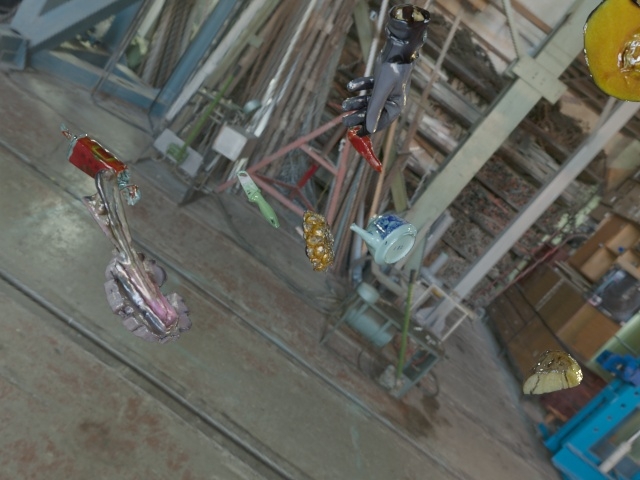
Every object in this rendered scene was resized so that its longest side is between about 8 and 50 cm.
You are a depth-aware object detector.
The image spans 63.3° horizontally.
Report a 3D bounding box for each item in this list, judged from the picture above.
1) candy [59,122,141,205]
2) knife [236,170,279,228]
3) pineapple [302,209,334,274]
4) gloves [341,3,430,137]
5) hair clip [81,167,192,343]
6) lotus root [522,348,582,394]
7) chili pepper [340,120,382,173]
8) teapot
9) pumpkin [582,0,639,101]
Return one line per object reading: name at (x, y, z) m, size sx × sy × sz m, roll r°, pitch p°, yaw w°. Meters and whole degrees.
candy at (-0.573, -0.199, 1.337) m, size 0.292 × 0.086 × 0.059 m, roll 37°, pitch 29°, yaw 7°
knife at (-0.128, -0.084, 1.035) m, size 0.207 × 0.030 × 0.014 m, roll 54°, pitch -4°, yaw 42°
pineapple at (0.000, 0.000, 1.631) m, size 0.225 × 0.076 × 0.224 m, roll -11°, pitch 90°, yaw -78°
gloves at (0.129, -0.316, 1.022) m, size 0.119 × 0.285 × 0.142 m, roll 24°, pitch 46°, yaw -10°
hair clip at (-0.309, 0.033, 0.848) m, size 0.173 × 0.069 × 0.300 m, roll -55°, pitch 125°, yaw -73°
lotus root at (0.616, 0.345, 1.395) m, size 0.135 × 0.160 × 0.095 m, roll 65°, pitch 14°, yaw -49°
chili pepper at (0.124, -0.272, 1.487) m, size 0.191 × 0.050 × 0.059 m, roll 53°, pitch -5°, yaw -6°
teapot at (0.200, -0.020, 1.580) m, size 0.232 × 0.158 × 0.159 m, roll -4°, pitch 42°, yaw -43°
pumpkin at (0.699, -0.367, 1.088) m, size 0.148 × 0.169 × 0.312 m, roll -8°, pitch 54°, yaw -37°
